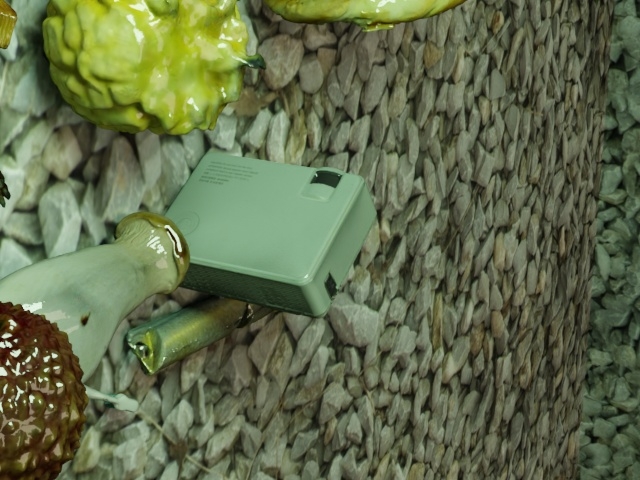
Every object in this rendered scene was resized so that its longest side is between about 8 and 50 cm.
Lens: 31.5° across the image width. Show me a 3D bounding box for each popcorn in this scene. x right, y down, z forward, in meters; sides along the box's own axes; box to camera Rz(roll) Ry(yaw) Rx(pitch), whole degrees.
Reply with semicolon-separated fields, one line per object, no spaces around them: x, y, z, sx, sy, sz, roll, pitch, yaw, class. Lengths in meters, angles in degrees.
-0.186;-0.224;1.272;0.249;0.225;0.249;-37;138;-43;popcorn

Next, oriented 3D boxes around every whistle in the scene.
-0.157;0.113;1.601;0.068;0.057;0.326;54;32;9;whistle

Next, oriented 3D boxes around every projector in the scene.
-0.074;-0.010;1.500;0.192;0.257;0.099;-62;147;-30;projector

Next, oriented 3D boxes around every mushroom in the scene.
-0.275;0.077;1.327;0.329;0.122;0.159;-39;140;-54;mushroom

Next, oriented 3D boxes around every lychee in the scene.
-0.363;0.175;1.081;0.271;0.271;0.271;-27;122;-55;lychee

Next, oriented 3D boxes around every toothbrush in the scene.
-0.315;0.175;1.367;0.304;0.030;0.030;34;70;-59;toothbrush

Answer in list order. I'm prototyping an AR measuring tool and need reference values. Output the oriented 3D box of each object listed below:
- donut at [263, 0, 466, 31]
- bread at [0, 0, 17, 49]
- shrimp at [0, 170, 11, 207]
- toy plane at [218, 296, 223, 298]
0.065;-0.405;1.535;0.360;0.360;0.170;-45;136;-46;donut
-0.346;-0.226;1.130;0.085;0.085;0.053;2;104;-61;bread
-0.430;-0.065;1.060;0.233;0.071;0.365;-51;142;-26;shrimp
-0.123;0.008;1.627;0.054;0.062;0.167;49;46;-54;toy plane
